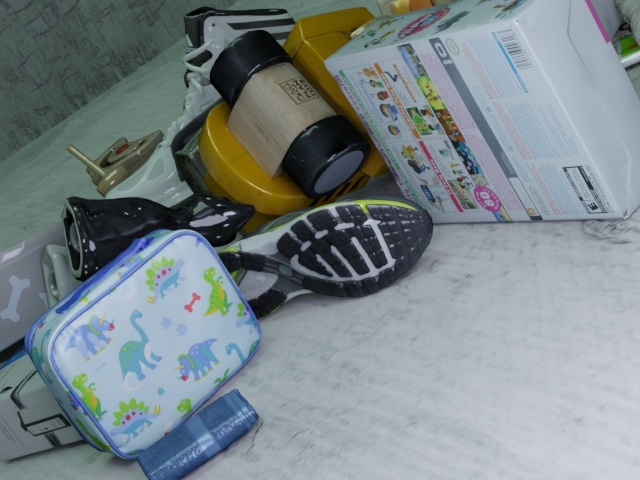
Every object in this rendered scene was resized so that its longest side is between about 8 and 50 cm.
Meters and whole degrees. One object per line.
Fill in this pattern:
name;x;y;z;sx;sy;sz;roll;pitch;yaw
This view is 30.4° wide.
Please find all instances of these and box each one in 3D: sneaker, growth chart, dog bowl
sneaker;-0.210;-0.231;1.949;0.447;0.257;0.169;-35;20;-10
growth chart;0.398;-0.268;1.489;0.172;0.021;0.237;-27;21;12
sneaker;0.000;0.000;1.306;0.300;0.111;0.121;-13;22;37
dog bowl;-0.388;0.078;1.560;0.349;0.102;0.349;-31;0;0

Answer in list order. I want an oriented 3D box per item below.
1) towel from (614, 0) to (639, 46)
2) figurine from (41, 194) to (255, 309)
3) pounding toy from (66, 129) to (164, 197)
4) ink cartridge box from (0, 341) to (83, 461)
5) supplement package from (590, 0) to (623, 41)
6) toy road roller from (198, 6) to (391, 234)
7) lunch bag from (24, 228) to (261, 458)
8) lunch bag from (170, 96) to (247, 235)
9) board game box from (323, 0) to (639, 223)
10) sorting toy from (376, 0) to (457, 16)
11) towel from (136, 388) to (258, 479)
towel;0.490;-0.305;1.370;0.282;0.049;0.187;-20;23;13
figurine;-0.201;0.016;1.370;0.210;0.092;0.215;-8;-20;-27
pounding toy;-0.357;-0.158;2.143;0.154;0.155;0.269;-38;20;-5
ink cartridge box;-0.285;0.162;1.359;0.203;0.086;0.148;-20;21;32
supplement package;0.265;-0.365;1.488;0.145;0.262;0.204;-15;27;39
toy road roller;-0.007;-0.132;1.474;0.330;0.202;0.240;-24;-23;-42
lunch bag;-0.181;0.100;1.220;0.219;0.176;0.090;-43;22;-27
lunch bag;-0.085;-0.143;1.696;0.235;0.169;0.287;-38;12;-9
board game box;0.169;-0.130;1.186;0.097;0.224;0.303;-43;23;-27
sorting toy;0.190;-0.309;1.672;0.193;0.208;0.038;-24;-18;20
towel;-0.115;0.191;1.120;0.119;0.029;0.067;-34;19;-9
